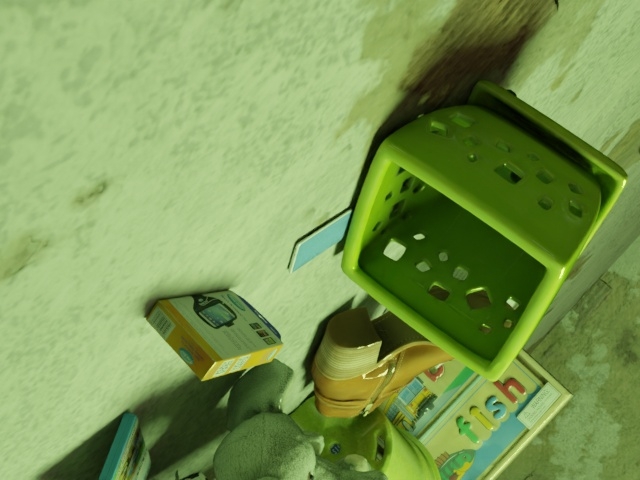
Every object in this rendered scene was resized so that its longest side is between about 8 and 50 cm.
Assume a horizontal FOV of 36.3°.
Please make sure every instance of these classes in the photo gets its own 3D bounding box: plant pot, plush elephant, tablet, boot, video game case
[{"bbox_3d":[0.185,-0.025,1.070,0.207,0.227,0.228,-42,161,-34],"label":"plant pot"},{"bbox_3d":[0.044,0.366,1.539,0.276,0.276,0.254,-41,148,-14],"label":"plant pot"},{"bbox_3d":[-0.042,0.295,1.126,0.255,0.330,0.272,121,-16,-45],"label":"plush elephant"},{"bbox_3d":[0.000,0.000,1.051,0.083,0.006,0.054,-34,157,-33],"label":"tablet"},{"bbox_3d":[0.125,0.172,1.374,0.283,0.109,0.220,-12,146,-15],"label":"boot"},{"bbox_3d":[-0.213,0.266,1.038,0.166,0.015,0.119,97,9,-60],"label":"video game case"}]

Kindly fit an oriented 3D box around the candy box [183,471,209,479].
[{"bbox_3d":[-0.233,0.406,1.280,0.165,0.070,0.196,-53,160,20],"label":"candy box"}]

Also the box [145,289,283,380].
[{"bbox_3d":[-0.093,0.086,0.916,0.028,0.081,0.136,-53,159,17],"label":"box"}]

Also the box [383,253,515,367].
[{"bbox_3d":[0.221,0.071,1.474,0.181,0.119,0.182,-19,147,-52],"label":"box"}]

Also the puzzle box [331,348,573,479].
[{"bbox_3d":[0.203,0.321,1.708,0.409,0.272,0.052,-49,156,5],"label":"puzzle box"}]
